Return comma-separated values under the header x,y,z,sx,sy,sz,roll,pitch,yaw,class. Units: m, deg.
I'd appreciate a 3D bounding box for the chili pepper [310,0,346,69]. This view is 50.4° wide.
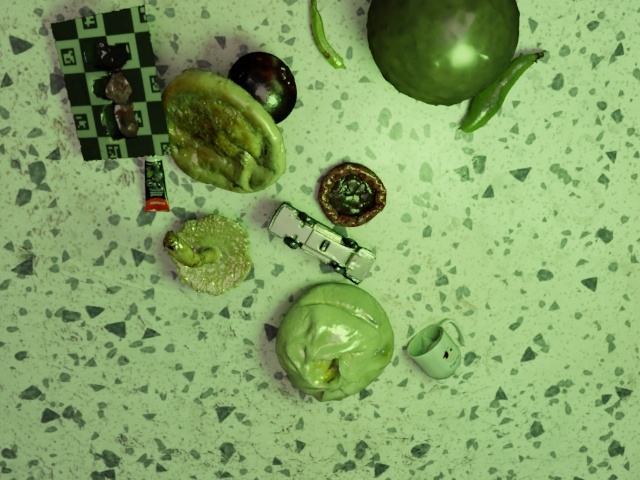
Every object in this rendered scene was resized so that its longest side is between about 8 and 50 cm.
x,y,z,sx,sy,sz,roll,pitch,yaw,class
0.007,-0.547,1.832,0.048,0.043,0.208,-23,107,15,chili pepper

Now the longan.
x,y,z,sx,sy,sz,roll,pitch,yaw,class
0.308,-0.526,1.686,0.390,0.391,0.392,-1,107,-4,longan

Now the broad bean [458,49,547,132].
x,y,z,sx,sy,sz,roll,pitch,yaw,class
0.504,-0.426,1.895,0.075,0.067,0.325,39,102,-23,broad bean

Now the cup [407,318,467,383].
x,y,z,sx,sy,sz,roll,pitch,yaw,class
0.368,0.343,2.095,0.134,0.173,0.142,-28,112,37,cup

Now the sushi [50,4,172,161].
x,y,z,sx,sy,sz,roll,pitch,yaw,class
-0.522,-0.408,1.800,0.296,0.100,0.373,-2,108,21,sushi

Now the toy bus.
x,y,z,sx,sy,sz,roll,pitch,yaw,class
0.000,0.000,1.947,0.316,0.138,0.112,32,96,-12,toy bus

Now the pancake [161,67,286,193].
x,y,z,sx,sy,sz,roll,pitch,yaw,class
-0.267,-0.268,1.788,0.386,0.082,0.387,17,138,16,pancake

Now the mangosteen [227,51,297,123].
x,y,z,sx,sy,sz,roll,pitch,yaw,class
-0.161,-0.393,1.788,0.209,0.210,0.210,-1,107,-4,mangosteen

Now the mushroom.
x,y,z,sx,sy,sz,roll,pitch,yaw,class
-0.339,0.060,1.867,0.207,0.301,0.233,-21,95,36,mushroom

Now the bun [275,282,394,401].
x,y,z,sx,sy,sz,roll,pitch,yaw,class
0.045,0.310,1.997,0.364,0.219,0.366,-2,108,-8,bun

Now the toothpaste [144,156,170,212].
x,y,z,sx,sy,sz,roll,pitch,yaw,class
-0.462,-0.169,1.906,0.071,0.045,0.194,1,112,-5,toothpaste

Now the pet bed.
x,y,z,sx,sy,sz,roll,pitch,yaw,class
0.089,-0.129,1.957,0.201,0.053,0.201,0,104,0,pet bed
